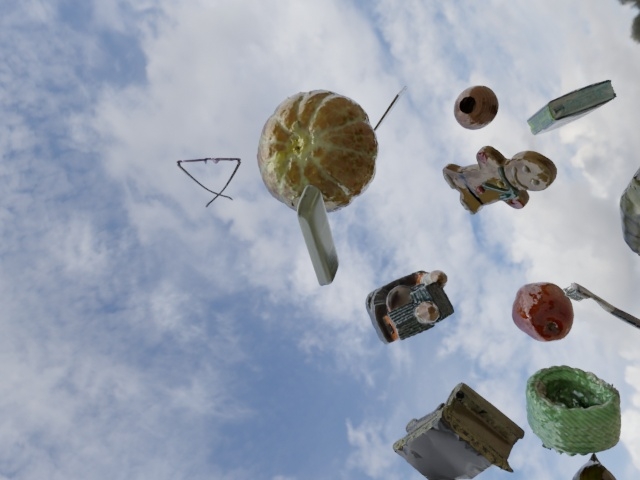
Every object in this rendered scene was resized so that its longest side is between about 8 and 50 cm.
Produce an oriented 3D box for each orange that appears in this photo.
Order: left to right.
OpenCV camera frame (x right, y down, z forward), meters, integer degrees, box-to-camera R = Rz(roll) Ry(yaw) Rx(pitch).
[{"bbox_3d":[-0.007,-0.229,1.143,0.249,0.329,0.329,16,-113,-73],"label":"orange"}]

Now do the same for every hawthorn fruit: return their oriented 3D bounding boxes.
[{"bbox_3d":[0.669,0.218,1.306,0.189,0.189,0.189,8,-104,-37],"label":"hawthorn fruit"}]

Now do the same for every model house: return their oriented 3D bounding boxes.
[{"bbox_3d":[0.298,0.193,1.362,0.271,0.301,0.190,-22,-102,-6],"label":"model house"}]

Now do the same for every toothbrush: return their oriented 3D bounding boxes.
[{"bbox_3d":[0.509,0.124,0.746,0.288,0.026,0.024,22,-134,-28],"label":"toothbrush"}]

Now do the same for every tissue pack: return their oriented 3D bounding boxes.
[{"bbox_3d":[0.735,-0.390,1.288,0.235,0.173,0.073,-19,-91,-76],"label":"tissue pack"}]

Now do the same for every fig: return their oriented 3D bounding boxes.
[{"bbox_3d":[0.654,0.577,1.028,0.109,0.103,0.154,45,-137,-26],"label":"fig"}]

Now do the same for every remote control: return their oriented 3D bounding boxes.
[{"bbox_3d":[-0.001,0.001,0.973,0.309,0.038,0.090,73,-147,-54],"label":"remote control"}]

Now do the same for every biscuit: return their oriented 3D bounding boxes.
[{"bbox_3d":[0.445,-0.150,1.099,0.197,0.301,0.049,45,-113,-19],"label":"biscuit"}]

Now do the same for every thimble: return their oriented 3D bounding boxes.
[{"bbox_3d":[0.644,0.434,1.107,0.219,0.219,0.150,-27,-67,-38],"label":"thimble"}]

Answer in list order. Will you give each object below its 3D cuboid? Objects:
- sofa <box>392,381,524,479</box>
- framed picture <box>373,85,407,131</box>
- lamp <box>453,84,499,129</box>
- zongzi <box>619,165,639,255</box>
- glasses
[{"bbox_3d":[0.337,0.478,1.072,0.200,0.258,0.182,38,-141,9],"label":"sofa"},{"bbox_3d":[0.218,-0.412,1.356,0.010,0.136,0.201,35,-149,0],"label":"framed picture"},{"bbox_3d":[0.486,-0.414,1.355,0.136,0.136,0.136,8,-104,-37],"label":"lamp"},{"bbox_3d":[0.651,-0.079,0.589,0.323,0.360,0.160,-47,-53,-19],"label":"zongzi"},{"bbox_3d":[-0.234,-0.127,0.939,0.140,0.062,0.103,-10,-77,-29],"label":"glasses"}]
